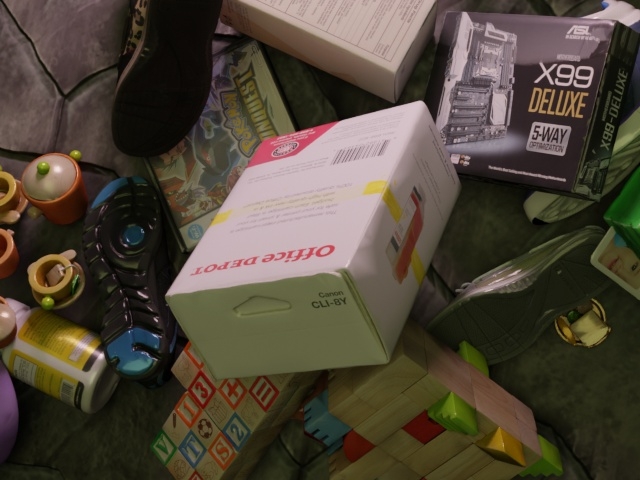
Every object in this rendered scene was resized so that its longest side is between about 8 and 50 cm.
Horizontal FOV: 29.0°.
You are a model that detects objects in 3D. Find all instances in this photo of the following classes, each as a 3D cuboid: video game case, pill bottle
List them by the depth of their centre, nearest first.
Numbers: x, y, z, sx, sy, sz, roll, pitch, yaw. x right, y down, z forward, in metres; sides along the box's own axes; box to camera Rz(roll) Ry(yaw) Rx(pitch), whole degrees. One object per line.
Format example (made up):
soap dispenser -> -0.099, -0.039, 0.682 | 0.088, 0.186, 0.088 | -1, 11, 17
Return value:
pill bottle -> -0.420, 0.176, 1.930 | 0.208, 0.119, 0.119 | 25, 91, 11
video game case -> -0.157, -0.151, 1.946 | 0.248, 0.035, 0.275 | -24, 84, 8

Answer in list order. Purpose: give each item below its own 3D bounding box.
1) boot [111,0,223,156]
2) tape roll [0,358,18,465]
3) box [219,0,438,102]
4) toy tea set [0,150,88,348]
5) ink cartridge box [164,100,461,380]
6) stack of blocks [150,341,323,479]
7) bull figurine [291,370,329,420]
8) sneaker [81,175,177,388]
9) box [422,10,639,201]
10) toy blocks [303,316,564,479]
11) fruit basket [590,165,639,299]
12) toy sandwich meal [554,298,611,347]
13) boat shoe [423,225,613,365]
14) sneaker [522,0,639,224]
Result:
boot -> -0.250, -0.346, 1.881 | 0.138, 0.284, 0.377 | 2, 129, -20
tape roll -> -0.606, 0.258, 1.922 | 0.274, 0.090, 0.275 | 7, 105, 25
box -> 0.009, -0.348, 1.870 | 0.311, 0.121, 0.148 | 28, 76, 10
toy tea set -> -0.461, 0.001, 1.889 | 0.200, 0.124, 0.336 | -8, 59, 5
ink cartridge box -> 0.000, 0.000, 1.680 | 0.279, 0.385, 0.160 | -10, 122, 30
stack of blocks -> -0.136, 0.230, 1.834 | 0.171, 0.087, 0.297 | 46, 119, 24
bull figurine -> -0.001, 0.127, 1.875 | 0.188, 0.101, 0.311 | -10, 83, 13
sneaker -> -0.290, 0.067, 1.913 | 0.125, 0.140, 0.341 | -8, 67, 5
box -> 0.287, -0.198, 1.775 | 0.307, 0.076, 0.243 | 15, 90, 45
toy blocks -> 0.121, 0.276, 1.772 | 0.381, 0.191, 0.261 | 38, 117, -25
fruit basket -> 0.597, -0.006, 1.735 | 0.353, 0.165, 0.327 | 36, 90, -11
toy sandwich meal -> 0.390, 0.121, 1.843 | 0.085, 0.029, 0.086 | 0, 87, 9
boat shoe -> 0.294, 0.083, 1.836 | 0.320, 0.103, 0.118 | -35, 101, 12
sneaker -> 0.379, -0.205, 1.831 | 0.323, 0.130, 0.236 | -43, 62, 18
